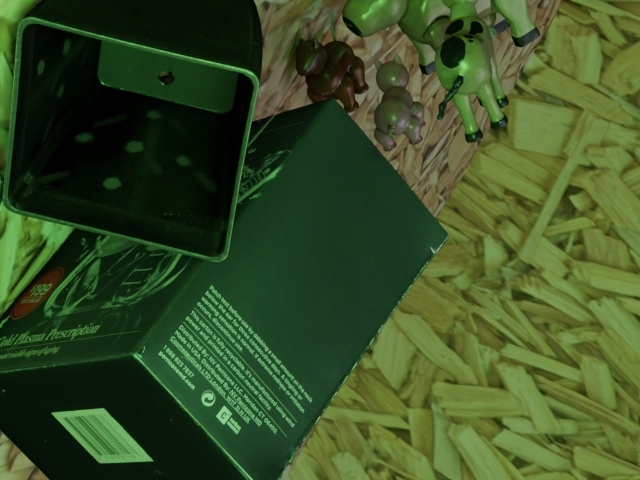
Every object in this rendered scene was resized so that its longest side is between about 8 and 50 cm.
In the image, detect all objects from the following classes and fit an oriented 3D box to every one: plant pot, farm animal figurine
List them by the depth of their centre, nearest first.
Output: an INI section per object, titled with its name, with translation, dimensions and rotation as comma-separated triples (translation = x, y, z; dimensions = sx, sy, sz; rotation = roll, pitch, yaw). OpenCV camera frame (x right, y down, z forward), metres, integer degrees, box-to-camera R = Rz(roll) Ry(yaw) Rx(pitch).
[plant pot]
translation = -0.138, -0.123, 1.547
dimensions = 0.167, 0.187, 0.188
rotation = -75, 178, -51
[farm animal figurine]
translation = 0.125, -0.256, 2.191
dimensions = 0.327, 0.330, 0.172
rotation = -39, 120, -30

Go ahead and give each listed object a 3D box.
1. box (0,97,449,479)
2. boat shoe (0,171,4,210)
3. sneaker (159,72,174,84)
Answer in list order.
[box]
translation = -0.114, 0.061, 1.735
dimensions = 0.343, 0.179, 0.312
rotation = -11, -145, 52
[boat shoe]
translation = -0.292, -0.005, 1.538
dimensions = 0.038, 0.046, 0.125
rotation = 54, 58, -73
[sneaker]
translation = -0.145, -0.139, 1.773
dimensions = 0.188, 0.066, 0.071
rotation = -51, 165, -41
